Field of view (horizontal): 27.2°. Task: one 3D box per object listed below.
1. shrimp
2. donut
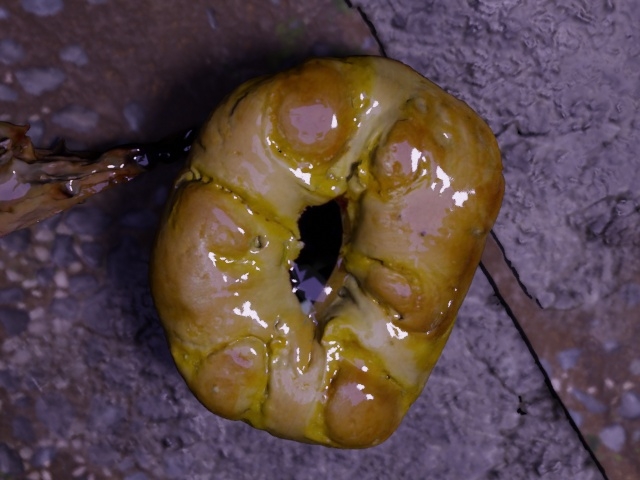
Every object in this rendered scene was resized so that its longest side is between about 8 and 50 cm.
[{"bbox_3d":[-0.220,-0.061,0.911,0.262,0.066,0.117,-18,102,3],"label":"shrimp"},{"bbox_3d":[0.000,0.000,0.888,0.208,0.128,0.261,24,102,-3],"label":"donut"}]
